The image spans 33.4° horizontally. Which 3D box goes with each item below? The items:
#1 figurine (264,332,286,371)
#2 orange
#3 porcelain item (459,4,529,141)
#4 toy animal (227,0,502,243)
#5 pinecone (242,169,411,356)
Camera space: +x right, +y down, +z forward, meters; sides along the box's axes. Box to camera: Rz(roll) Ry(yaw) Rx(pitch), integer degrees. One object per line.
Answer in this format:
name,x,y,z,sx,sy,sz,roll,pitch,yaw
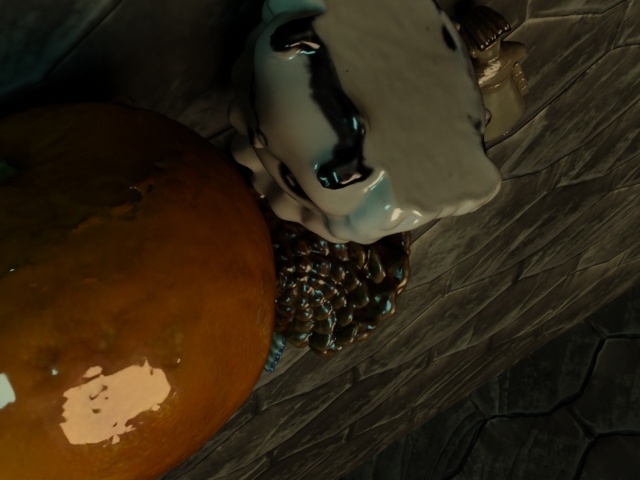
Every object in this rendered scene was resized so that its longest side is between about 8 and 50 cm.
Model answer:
figurine,-0.162,0.077,0.982,0.164,0.121,0.262,-33,149,27
orange,-0.164,0.042,0.671,0.284,0.284,0.226,-30,122,-16
porcelain item,0.160,-0.164,1.030,0.084,0.054,0.213,-39,159,-1
toy animal,0.025,-0.099,0.805,0.204,0.208,0.156,-20,179,-36
pinecone,-0.002,0.000,0.967,0.168,0.186,0.212,-4,-163,5
